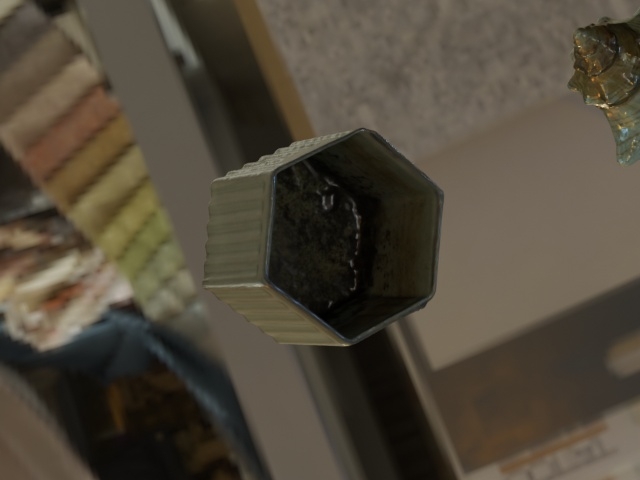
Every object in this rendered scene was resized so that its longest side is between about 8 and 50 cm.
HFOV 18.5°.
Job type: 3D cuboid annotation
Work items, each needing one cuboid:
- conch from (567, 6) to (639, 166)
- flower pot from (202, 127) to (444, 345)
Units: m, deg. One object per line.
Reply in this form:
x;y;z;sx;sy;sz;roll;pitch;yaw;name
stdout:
0.312;-0.140;1.858;0.234;0.137;0.114;40;147;-25;conch
0.000;0.000;2.170;0.239;0.209;0.189;-28;-170;-25;flower pot
